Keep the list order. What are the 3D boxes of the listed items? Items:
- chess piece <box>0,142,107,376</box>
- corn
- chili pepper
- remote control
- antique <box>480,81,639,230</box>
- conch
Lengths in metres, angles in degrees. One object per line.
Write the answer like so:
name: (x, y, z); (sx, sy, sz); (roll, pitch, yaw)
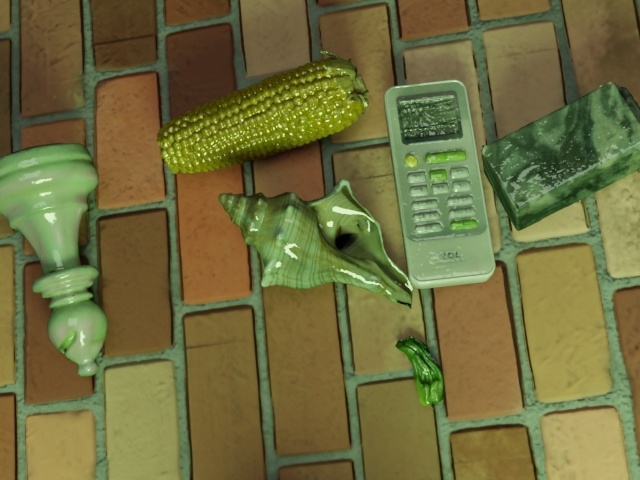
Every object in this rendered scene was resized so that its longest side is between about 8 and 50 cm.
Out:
chess piece: (-0.309, 0.030, 1.447); (0.139, 0.139, 0.272); (-17, 81, 5)
corn: (-0.069, -0.147, 1.465); (0.260, 0.091, 0.091); (-17, 73, 8)
chili pepper: (0.115, 0.146, 1.371); (0.034, 0.030, 0.091); (-33, 65, 26)
remote control: (0.137, -0.068, 1.425); (0.103, 0.034, 0.250); (-5, 71, -1)
antique: (0.284, -0.097, 1.384); (0.183, 0.086, 0.088); (-27, 71, 1)
conch: (-0.008, -0.006, 1.409); (0.233, 0.114, 0.137); (11, 84, -23)
